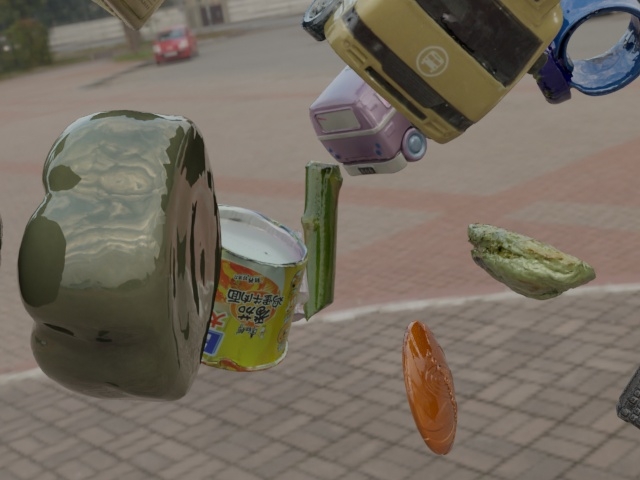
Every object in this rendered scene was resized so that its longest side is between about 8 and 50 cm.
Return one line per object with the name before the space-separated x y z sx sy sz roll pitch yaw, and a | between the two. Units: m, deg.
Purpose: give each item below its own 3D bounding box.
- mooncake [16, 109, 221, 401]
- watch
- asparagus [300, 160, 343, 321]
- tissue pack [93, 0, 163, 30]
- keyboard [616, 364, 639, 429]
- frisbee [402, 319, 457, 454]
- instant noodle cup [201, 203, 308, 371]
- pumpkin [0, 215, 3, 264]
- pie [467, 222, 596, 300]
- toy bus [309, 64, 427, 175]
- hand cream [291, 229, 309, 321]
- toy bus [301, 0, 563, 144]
mooncake | -0.169 0.012 0.879 0.135 0.275 0.275 4 17 6
watch | 0.413 -0.326 1.556 0.200 0.196 0.171 -23 51 17
asparagus | 0.001 0.000 1.699 0.060 0.278 0.067 1 1 42
tissue pack | -0.245 -0.372 1.149 0.125 0.159 0.234 36 -1 12
keyboard | 0.533 0.167 1.428 0.106 0.262 0.016 35 8 36
frisbee | 0.163 0.204 1.385 0.035 0.192 0.192 -14 13 21
instant noodle cup | -0.109 0.054 1.278 0.205 0.153 0.205 20 21 -8
pumpkin | -0.368 -0.034 0.725 0.197 0.293 0.263 -53 2 33
pie | 0.314 0.037 1.529 0.201 0.090 0.248 23 0 6
toy bus | 0.099 -0.202 1.417 0.142 0.142 0.202 -2 42 53
hand cream | -0.052 0.051 1.426 0.084 0.142 0.053 -8 -30 -15
toy bus | 0.110 -0.267 0.941 0.202 0.177 0.365 -38 28 29
